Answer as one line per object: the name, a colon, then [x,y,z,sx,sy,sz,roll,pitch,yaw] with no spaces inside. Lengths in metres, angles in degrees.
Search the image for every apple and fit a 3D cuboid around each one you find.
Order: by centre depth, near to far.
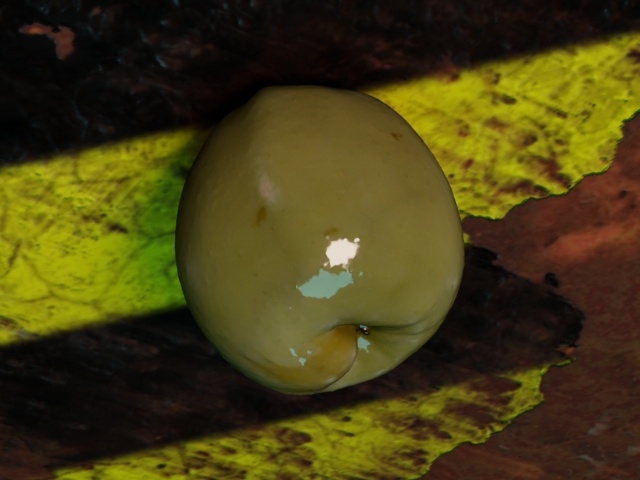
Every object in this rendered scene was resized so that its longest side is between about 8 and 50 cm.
apple: [0.000,0.000,1.187,0.200,0.200,0.200,-8,140,-6]
